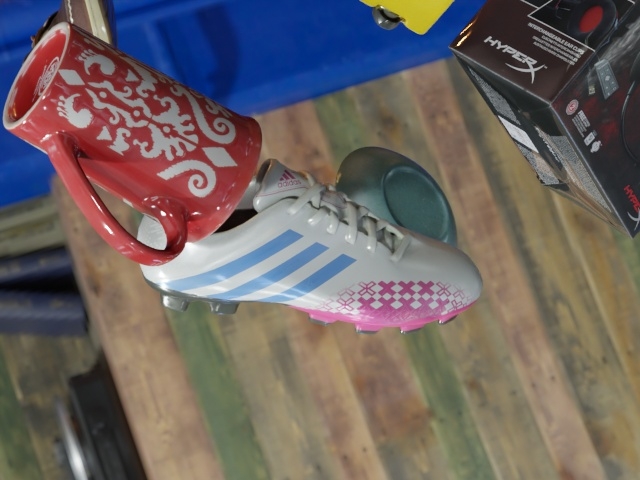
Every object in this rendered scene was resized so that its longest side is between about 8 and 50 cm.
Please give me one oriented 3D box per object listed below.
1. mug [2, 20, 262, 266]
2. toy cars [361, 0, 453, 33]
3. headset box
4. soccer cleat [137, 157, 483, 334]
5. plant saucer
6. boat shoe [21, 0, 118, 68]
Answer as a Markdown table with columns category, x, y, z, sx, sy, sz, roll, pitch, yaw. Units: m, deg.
| category | x | y | z | sx | sy | sz | roll | pitch | yaw |
| --- | --- | --- | --- | --- | --- | --- | --- | --- | --- |
| mug | -0.140 | -0.075 | 0.987 | 0.169 | 0.113 | 0.150 | 31 | -158 | -29 |
| toy cars | 0.160 | -0.312 | 1.410 | 0.176 | 0.393 | 0.087 | 71 | -153 | -47 |
| headset box | 0.263 | -0.181 | 1.012 | 0.110 | 0.293 | 0.218 | 37 | 175 | 38 |
| soccer cleat | 0.000 | 0.000 | 1.207 | 0.116 | 0.331 | 0.143 | -108 | 25 | -59 |
| plant saucer | 0.104 | -0.036 | 1.592 | 0.037 | 0.195 | 0.195 | -36 | 70 | 42 |
| boat shoe | -0.315 | -0.221 | 1.663 | 0.342 | 0.123 | 0.123 | 91 | 171 | -45 |
